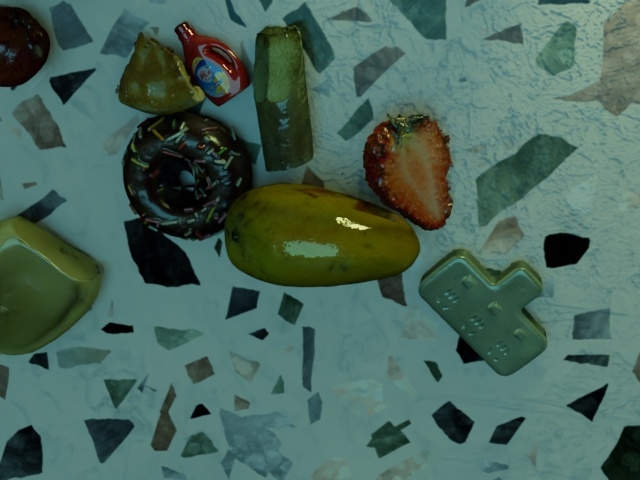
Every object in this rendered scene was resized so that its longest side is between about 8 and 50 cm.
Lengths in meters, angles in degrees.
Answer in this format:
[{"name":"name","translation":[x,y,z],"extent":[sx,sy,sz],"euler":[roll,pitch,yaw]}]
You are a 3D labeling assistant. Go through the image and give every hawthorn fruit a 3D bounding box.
[{"name":"hawthorn fruit","translation":[-0.587,-0.352,1.886],"extent":[0.148,0.148,0.172],"euler":[36,126,-6]}]

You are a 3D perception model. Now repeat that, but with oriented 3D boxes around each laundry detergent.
[{"name":"laundry detergent","translation":[-0.207,-0.335,1.870],"extent":[0.097,0.049,0.165],"euler":[-31,103,23]}]

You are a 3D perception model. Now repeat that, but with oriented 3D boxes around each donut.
[{"name":"donut","translation":[-0.260,-0.120,1.942],"extent":[0.270,0.103,0.269],"euler":[3,113,7]}]

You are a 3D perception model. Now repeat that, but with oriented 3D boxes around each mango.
[{"name":"mango","translation":[0.000,0.000,1.857],"extent":[0.365,0.253,0.182],"euler":[10,102,9]}]

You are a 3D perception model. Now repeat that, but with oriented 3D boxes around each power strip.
[{"name":"power strip","translation":[0.339,0.121,1.956],"extent":[0.265,0.059,0.194],"euler":[45,113,-9]}]

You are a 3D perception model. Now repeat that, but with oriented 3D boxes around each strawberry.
[{"name":"strawberry","translation":[0.150,-0.132,1.869],"extent":[0.175,0.107,0.236],"euler":[-13,118,-26]}]

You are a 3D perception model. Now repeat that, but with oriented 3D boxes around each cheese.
[{"name":"cheese","translation":[-0.625,0.115,2.090],"extent":[0.259,0.128,0.316],"euler":[39,115,-9]}]

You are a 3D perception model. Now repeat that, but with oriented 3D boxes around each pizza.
[{"name":"pizza","translation":[-0.309,-0.311,1.887],"extent":[0.182,0.062,0.161],"euler":[-12,100,33]}]

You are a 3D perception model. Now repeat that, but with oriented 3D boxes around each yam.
[{"name":"yam","translation":[-0.070,-0.258,1.853],"extent":[0.106,0.106,0.259],"euler":[-3,113,11]}]
